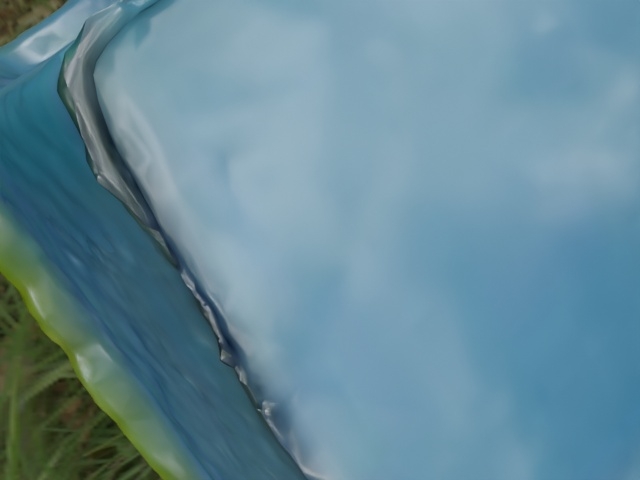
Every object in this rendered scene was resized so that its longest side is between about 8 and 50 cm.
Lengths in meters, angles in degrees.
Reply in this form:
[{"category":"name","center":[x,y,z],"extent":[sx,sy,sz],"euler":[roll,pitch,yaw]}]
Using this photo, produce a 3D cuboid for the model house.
[{"category":"model house","center":[0.000,0.000,0.486],"extent":[0.215,0.303,0.237],"euler":[-42,108,-27]}]
